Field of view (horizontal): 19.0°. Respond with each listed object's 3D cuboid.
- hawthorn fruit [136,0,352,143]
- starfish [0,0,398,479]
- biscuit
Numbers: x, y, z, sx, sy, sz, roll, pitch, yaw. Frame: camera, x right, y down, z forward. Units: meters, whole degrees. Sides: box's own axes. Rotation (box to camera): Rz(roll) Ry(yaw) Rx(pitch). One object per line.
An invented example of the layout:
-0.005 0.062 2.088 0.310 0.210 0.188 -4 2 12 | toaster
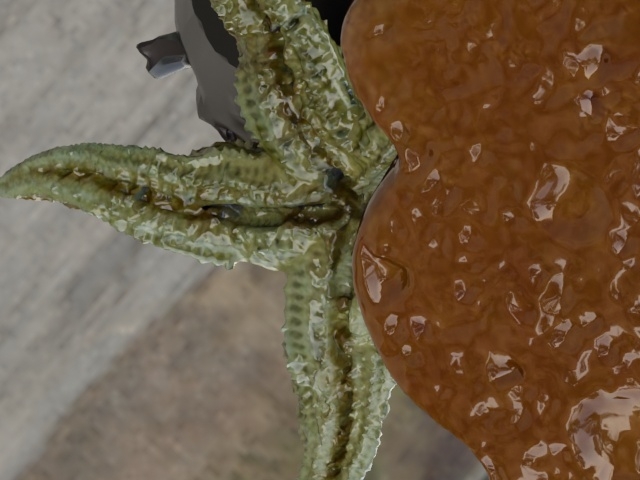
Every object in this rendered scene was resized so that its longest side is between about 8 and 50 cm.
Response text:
0.065 -0.141 1.029 0.316 0.316 0.316 -49 171 -10 | hawthorn fruit
0.001 0.001 0.876 0.078 0.347 0.358 -39 143 -55 | starfish
0.113 0.026 0.576 0.202 0.334 0.047 -19 -168 34 | biscuit
